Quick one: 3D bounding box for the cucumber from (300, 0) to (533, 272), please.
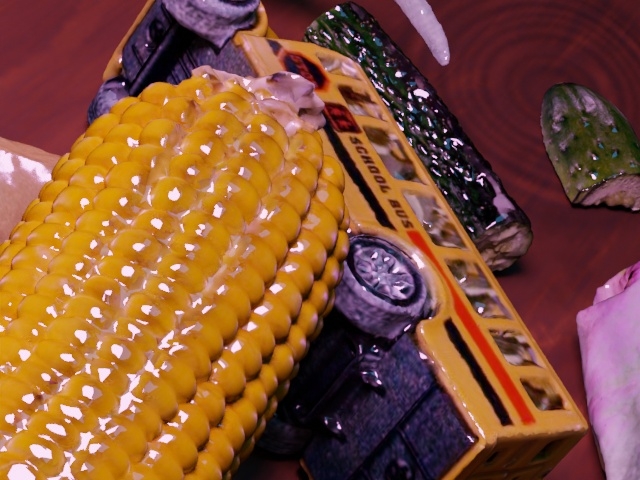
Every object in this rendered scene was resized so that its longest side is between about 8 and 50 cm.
[{"bbox_3d":[0.058,-0.061,1.124,0.058,0.058,0.187,-14,57,-38],"label":"cucumber"}]

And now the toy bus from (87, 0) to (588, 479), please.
[{"bbox_3d":[0.000,0.000,0.983,0.123,0.121,0.335,1,48,-41],"label":"toy bus"}]

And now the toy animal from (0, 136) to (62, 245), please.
[{"bbox_3d":[-0.181,-0.026,0.917,0.219,0.101,0.103,27,42,-3],"label":"toy animal"}]

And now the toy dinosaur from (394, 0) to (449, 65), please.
[{"bbox_3d":[-0.064,-0.233,1.153,0.205,0.092,0.393,-43,83,-4],"label":"toy dinosaur"}]

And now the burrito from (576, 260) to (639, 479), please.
[{"bbox_3d":[0.211,0.103,1.026,0.144,0.089,0.229,15,45,-20],"label":"burrito"}]

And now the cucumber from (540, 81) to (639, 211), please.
[{"bbox_3d":[0.176,-0.068,1.214,0.067,0.035,0.107,4,45,-24],"label":"cucumber"}]

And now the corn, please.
[{"bbox_3d":[-0.104,0.087,0.781,0.144,0.144,0.387,29,61,-1],"label":"corn"}]
